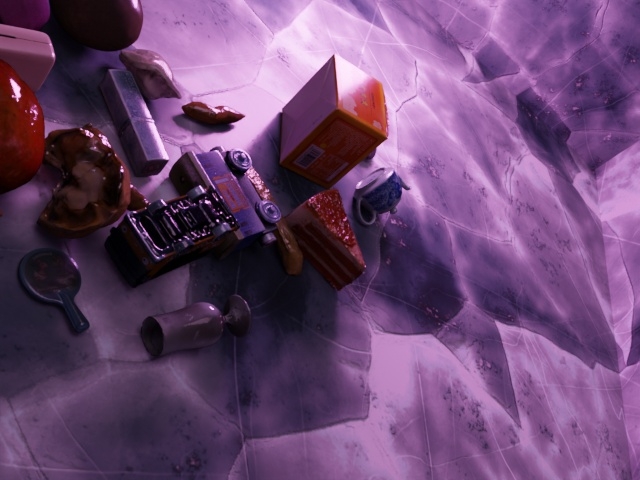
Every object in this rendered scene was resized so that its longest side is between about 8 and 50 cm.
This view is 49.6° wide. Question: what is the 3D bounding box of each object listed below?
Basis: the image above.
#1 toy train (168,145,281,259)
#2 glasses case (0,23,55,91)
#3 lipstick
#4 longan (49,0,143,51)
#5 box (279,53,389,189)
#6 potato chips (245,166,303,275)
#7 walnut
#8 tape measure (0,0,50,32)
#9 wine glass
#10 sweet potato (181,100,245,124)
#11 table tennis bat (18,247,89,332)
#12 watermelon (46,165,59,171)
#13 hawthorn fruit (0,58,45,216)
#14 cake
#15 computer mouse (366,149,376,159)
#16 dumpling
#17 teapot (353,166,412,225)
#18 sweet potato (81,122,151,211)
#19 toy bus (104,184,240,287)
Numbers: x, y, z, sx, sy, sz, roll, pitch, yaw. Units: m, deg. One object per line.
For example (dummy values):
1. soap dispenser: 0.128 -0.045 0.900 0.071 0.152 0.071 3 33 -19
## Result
1. toy train: -0.236 -0.107 1.775 0.202 0.131 0.299 -21 75 -48
2. glasses case: -0.759 -0.404 1.490 0.336 0.144 0.076 -2 63 -46
3. lipstick: -0.471 -0.301 1.741 0.077 0.076 0.289 -7 66 -46
4. longan: -0.577 -0.608 1.775 0.215 0.246 0.246 -25 77 -17
5. box: 0.040 -0.357 2.121 0.214 0.283 0.259 27 44 -29
6. potato chips: -0.154 -0.090 1.888 0.057 0.080 0.407 -21 75 -40
7. walnut: -0.493 -0.115 1.483 0.141 0.204 0.238 40 46 -75
8. tape measure: -0.734 -0.565 1.578 0.149 0.245 0.231 -35 84 -27
9. wine glass: -0.272 0.188 1.527 0.231 0.103 0.103 -8 66 -44
10. sweet potato: -0.298 -0.360 1.978 0.218 0.051 0.065 1 58 -44
11. table tennis bat: -0.529 0.101 1.403 0.124 0.033 0.201 -22 72 -49
12. watermelon: -0.586 -0.195 1.552 0.092 0.072 0.084 51 53 -2
13. hawthorn fruit: -0.665 -0.193 1.326 0.287 0.287 0.330 -10 74 -48
14. cake: 0.000 0.000 1.902 0.160 0.158 0.262 -3 63 -41
15. computer mouse: 0.108 -0.375 2.386 0.232 0.057 0.120 41 40 -12
16. dumpling: -0.452 -0.441 1.831 0.199 0.118 0.136 30 -1 -4
17. teapot: 0.197 -0.142 2.224 0.159 0.159 0.232 48 65 -3
18. sweet potato: -0.483 -0.154 1.608 0.273 0.075 0.075 53 38 11
19. toy bus: -0.338 -0.012 1.571 0.138 0.167 0.275 55 36 5
